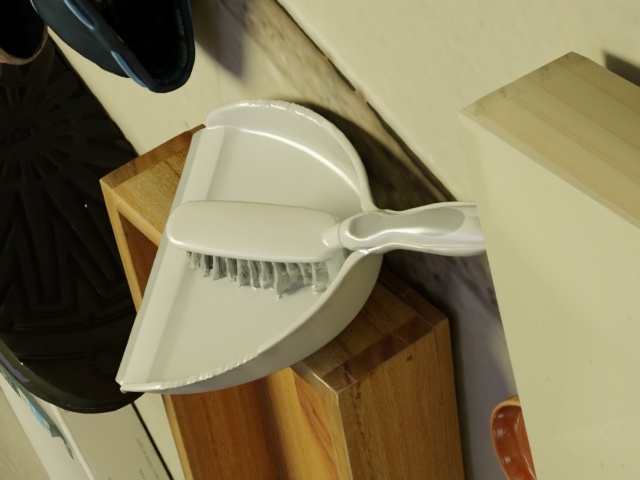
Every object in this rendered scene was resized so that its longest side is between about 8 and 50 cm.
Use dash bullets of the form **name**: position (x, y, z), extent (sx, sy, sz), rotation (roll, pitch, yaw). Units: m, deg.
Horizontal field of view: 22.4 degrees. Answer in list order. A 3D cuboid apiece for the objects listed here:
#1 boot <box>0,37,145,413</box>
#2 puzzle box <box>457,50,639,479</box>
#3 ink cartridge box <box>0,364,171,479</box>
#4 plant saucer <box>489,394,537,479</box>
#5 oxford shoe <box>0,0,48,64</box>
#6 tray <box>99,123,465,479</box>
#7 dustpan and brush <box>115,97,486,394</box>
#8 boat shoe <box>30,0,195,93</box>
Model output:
- **boot**: position (-0.212, -0.005, 1.070), extent (0.348, 0.131, 0.260), rotation (62, 153, 20)
- **puzzle box**: position (0.174, 0.160, 0.543), extent (0.272, 0.052, 0.409), rotation (41, 154, 50)
- **ink cartridge box**: position (-0.229, 0.147, 1.399), extent (0.261, 0.066, 0.296), rotation (7, 125, 61)
- **plant saucer**: position (0.106, 0.103, 0.705), extent (0.083, 0.013, 0.083), rotation (47, 156, 29)
- **oxford shoe**: position (-0.167, -0.226, 0.745), extent (0.132, 0.130, 0.364), rotation (31, 148, 11)
- **tray**: position (0.000, 0.150, 0.913), extent (0.203, 0.076, 0.411), rotation (39, 150, 39)
- **dustpan and brush**: position (0.000, 0.000, 0.699), extent (0.211, 0.147, 0.060), rotation (3, 157, 30)
- **boat shoe**: position (-0.087, -0.154, 0.697), extent (0.089, 0.109, 0.258), rotation (42, 170, 19)
